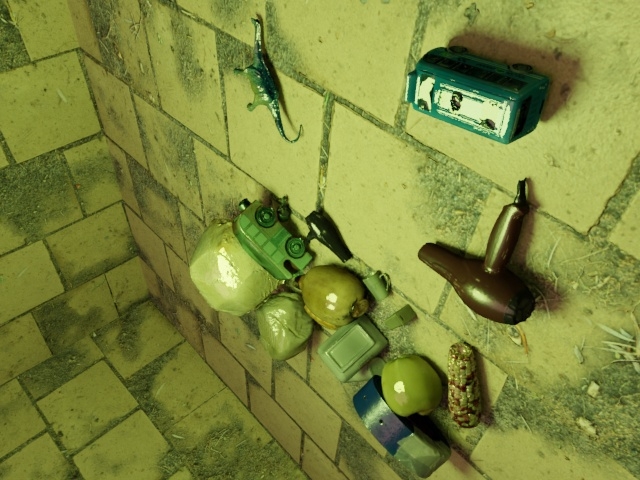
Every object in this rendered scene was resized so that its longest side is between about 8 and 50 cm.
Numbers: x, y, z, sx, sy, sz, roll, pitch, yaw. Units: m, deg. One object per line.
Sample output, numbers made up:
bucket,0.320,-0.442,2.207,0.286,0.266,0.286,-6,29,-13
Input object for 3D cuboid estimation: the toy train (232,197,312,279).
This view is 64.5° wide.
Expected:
toy train,-0.181,0.000,1.771,0.326,0.159,0.129,47,156,-11

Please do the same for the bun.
bun,-0.131,0.333,2.015,0.281,0.204,0.282,49,150,42

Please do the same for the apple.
apple,0.277,0.451,1.569,0.200,0.200,0.200,34,141,33

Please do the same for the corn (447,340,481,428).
corn,0.409,0.418,1.445,0.092,0.092,0.281,19,129,46

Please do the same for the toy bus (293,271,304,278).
toy bus,-0.066,0.148,1.921,0.083,0.031,0.037,45,137,20

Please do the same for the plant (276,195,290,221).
plant,-0.129,-0.109,1.764,0.051,0.051,0.102,42,150,24

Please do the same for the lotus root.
lotus root,0.019,0.169,1.691,0.309,0.182,0.183,22,134,42

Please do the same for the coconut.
coconut,-0.326,0.085,1.932,0.360,0.346,0.346,54,149,-8

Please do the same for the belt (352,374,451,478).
belt,0.267,0.607,1.673,0.347,0.212,0.117,44,103,11

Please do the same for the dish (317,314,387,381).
dish,0.102,0.358,1.699,0.151,0.212,0.077,49,-178,15

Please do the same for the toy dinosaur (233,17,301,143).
toy dinosaur,-0.171,-0.454,1.500,0.147,0.076,0.363,-1,112,47

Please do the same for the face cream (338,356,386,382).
face cream,0.146,0.480,1.870,0.077,0.077,0.250,58,148,0

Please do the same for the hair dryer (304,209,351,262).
hair dryer,0.000,0.000,1.691,0.196,0.075,0.219,51,159,-6

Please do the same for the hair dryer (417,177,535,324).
hair dryer,0.371,-0.004,1.150,0.312,0.123,0.341,42,136,43

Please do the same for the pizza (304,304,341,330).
pizza,0.016,0.221,1.848,0.188,0.062,0.199,29,131,34

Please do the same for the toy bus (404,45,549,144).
toy bus,0.287,-0.279,0.963,0.246,0.134,0.114,33,140,33

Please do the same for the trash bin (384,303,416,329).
trash bin,0.239,0.237,1.549,0.043,0.060,0.092,53,150,6

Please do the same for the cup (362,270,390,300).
cup,0.182,0.135,1.561,0.083,0.074,0.054,56,-175,-3
